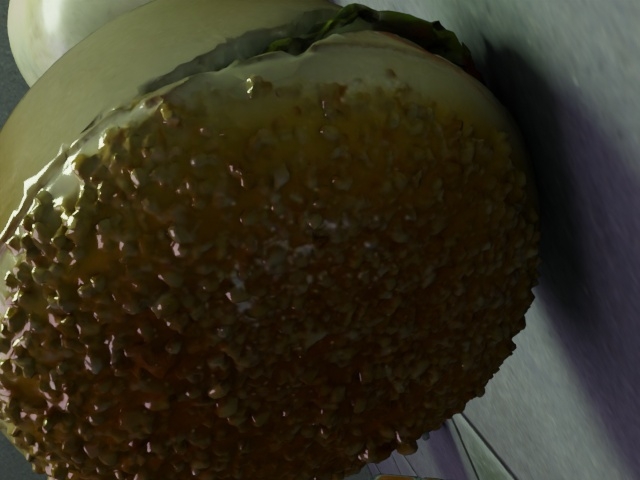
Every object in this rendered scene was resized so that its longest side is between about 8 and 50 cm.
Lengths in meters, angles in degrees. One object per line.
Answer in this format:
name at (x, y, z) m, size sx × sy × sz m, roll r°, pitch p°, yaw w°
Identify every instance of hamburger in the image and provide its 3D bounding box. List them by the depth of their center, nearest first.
hamburger at (-0.031, 0.014, 0.641) m, size 0.170 × 0.302 × 0.302 m, roll 50°, pitch 166°, yaw 44°

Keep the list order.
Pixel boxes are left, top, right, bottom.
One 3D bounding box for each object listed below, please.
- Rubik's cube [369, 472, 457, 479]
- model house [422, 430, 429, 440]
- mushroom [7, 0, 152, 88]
Rubik's cube at (0.101, 0.389, 1.276) m, size 0.264 × 0.319 × 0.319 m, roll -23°, pitch 93°, yaw 59°
model house at (-0.002, 0.175, 1.502) m, size 0.198 × 0.224 × 0.215 m, roll 71°, pitch 172°, yaw -50°
mushroom at (-0.112, -0.193, 1.020) m, size 0.260 × 0.234 × 0.253 m, roll -21°, pitch 54°, yaw 54°
